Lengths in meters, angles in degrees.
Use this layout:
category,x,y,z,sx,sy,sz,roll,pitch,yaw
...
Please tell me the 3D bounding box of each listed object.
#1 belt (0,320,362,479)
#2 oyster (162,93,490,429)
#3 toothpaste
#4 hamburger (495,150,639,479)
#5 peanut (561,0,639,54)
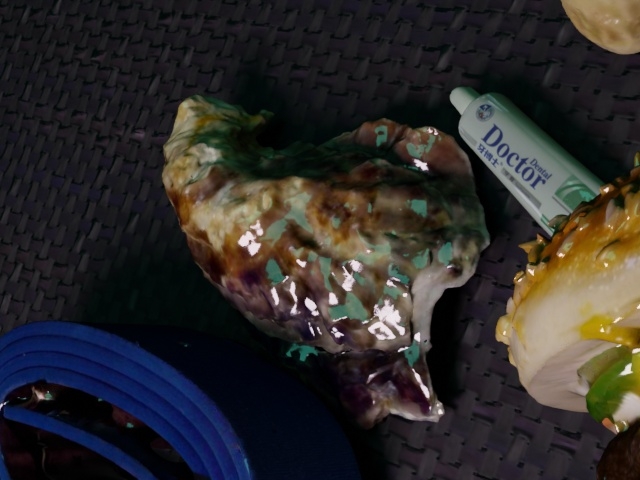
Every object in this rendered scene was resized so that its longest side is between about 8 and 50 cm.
category,x,y,z,sx,sy,sz,roll,pitch,yaw
belt,-0.129,0.172,0.912,0.347,0.117,0.212,17,96,43
oyster,-0.005,-0.003,0.892,0.271,0.100,0.275,-9,67,26
toothpaste,0.154,-0.035,0.809,0.218,0.041,0.064,51,121,35
hamburger,0.228,0.063,0.559,0.291,0.291,0.225,-26,65,32
peanut,0.208,-0.245,0.776,0.137,0.122,0.253,-8,76,48
